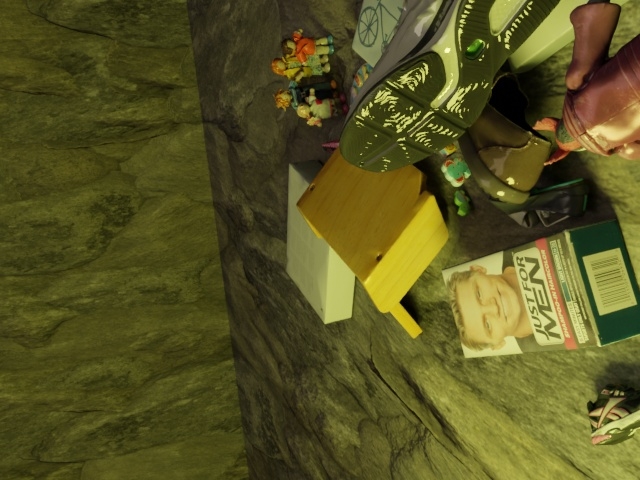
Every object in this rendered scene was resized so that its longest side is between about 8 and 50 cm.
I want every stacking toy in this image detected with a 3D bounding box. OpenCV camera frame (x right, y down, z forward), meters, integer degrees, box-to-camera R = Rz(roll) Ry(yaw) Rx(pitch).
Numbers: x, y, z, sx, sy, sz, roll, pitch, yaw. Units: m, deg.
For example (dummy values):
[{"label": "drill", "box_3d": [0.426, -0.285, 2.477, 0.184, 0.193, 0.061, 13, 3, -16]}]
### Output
[{"label": "stacking toy", "box_3d": [0.229, -0.158, 1.237, 0.221, 0.052, 0.167, 56, 164, 13]}]

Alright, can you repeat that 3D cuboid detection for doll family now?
[{"label": "doll family", "box_3d": [-0.043, -0.403, 1.719, 0.118, 0.163, 0.262, 154, 104, -67]}]

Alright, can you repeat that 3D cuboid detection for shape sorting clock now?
[{"label": "shape sorting clock", "box_3d": [0.113, -0.308, 1.554, 0.206, 0.040, 0.206, 169, 90, -67]}]

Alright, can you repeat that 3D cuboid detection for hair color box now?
[{"label": "hair color box", "box_3d": [0.347, 0.093, 1.096, 0.347, 0.105, 0.173, 147, 110, -67]}]

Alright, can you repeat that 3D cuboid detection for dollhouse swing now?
[{"label": "dollhouse swing", "box_3d": [0.163, -0.007, 1.520, 0.315, 0.305, 0.347, -53, 38, 10]}]

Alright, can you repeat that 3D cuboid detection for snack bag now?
[{"label": "snack bag", "box_3d": [0.171, -0.483, 1.324, 0.323, 0.037, 0.342, -124, 37, -47]}]

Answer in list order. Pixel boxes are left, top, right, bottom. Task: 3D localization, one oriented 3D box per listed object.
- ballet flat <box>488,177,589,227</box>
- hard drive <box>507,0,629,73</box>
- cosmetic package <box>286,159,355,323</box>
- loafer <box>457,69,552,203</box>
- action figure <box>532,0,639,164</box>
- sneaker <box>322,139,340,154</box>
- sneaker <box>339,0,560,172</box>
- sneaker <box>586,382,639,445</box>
[{"label": "ballet flat", "box_3d": [0.347, -0.055, 1.076, 0.203, 0.074, 0.074, -3, 97, 64]}, {"label": "hard drive", "box_3d": [0.317, -0.462, 0.987, 0.233, 0.047, 0.353, 148, 110, -66]}, {"label": "cosmetic package", "box_3d": [0.000, 0.000, 1.893, 0.284, 0.097, 0.377, -128, 34, -51]}, {"label": "loafer", "box_3d": [0.279, -0.225, 1.093, 0.130, 0.134, 0.366, -51, 45, 36]}, {"label": "action figure", "box_3d": [0.369, -0.163, 0.677, 0.248, 0.275, 0.370, 45, 136, -6]}, {"label": "sneaker", "box_3d": [0.042, -0.235, 1.760, 0.119, 0.047, 0.057, 20, 129, 66]}, {"label": "sneaker", "box_3d": [0.179, -0.322, 1.047, 0.447, 0.169, 0.257, -48, 32, 35]}, {"label": "sneaker", "box_3d": [0.446, 0.241, 0.980, 0.178, 0.072, 0.077, 122, 143, -51]}]
